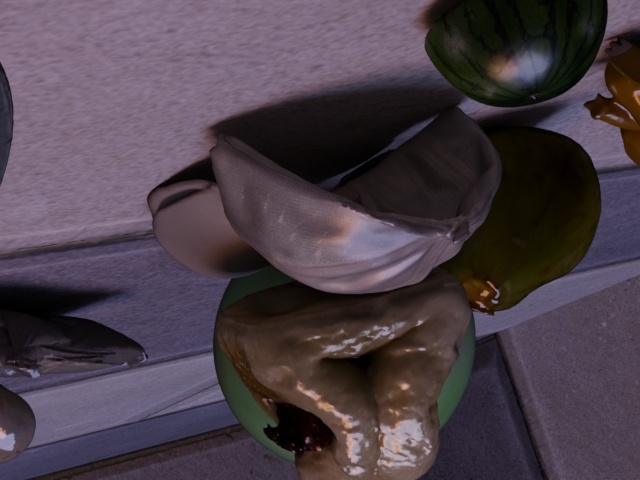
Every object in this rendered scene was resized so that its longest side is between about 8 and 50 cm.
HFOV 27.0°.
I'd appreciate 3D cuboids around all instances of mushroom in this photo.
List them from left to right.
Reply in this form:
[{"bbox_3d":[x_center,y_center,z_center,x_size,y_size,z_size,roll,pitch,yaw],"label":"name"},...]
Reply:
[{"bbox_3d":[-0.293,0.154,1.176,0.085,0.085,0.079,-19,-149,5],"label":"mushroom"}]

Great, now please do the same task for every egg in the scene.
[{"bbox_3d":[0.024,0.085,1.150,0.220,0.220,0.270,-23,180,25],"label":"egg"}]

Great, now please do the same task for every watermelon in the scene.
[{"bbox_3d":[0.112,-0.106,0.726,0.106,0.062,0.105,-20,166,-5],"label":"watermelon"}]

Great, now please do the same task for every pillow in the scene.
[{"bbox_3d":[-0.265,0.089,1.125,0.169,0.059,0.255,-5,174,16],"label":"pillow"}]

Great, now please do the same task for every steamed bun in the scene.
[{"bbox_3d":[0.024,0.105,0.951,0.172,0.155,0.141,-14,-170,-17],"label":"steamed bun"}]

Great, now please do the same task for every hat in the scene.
[{"bbox_3d":[0.000,0.000,0.909,0.219,0.164,0.226,-11,149,-37],"label":"hat"}]

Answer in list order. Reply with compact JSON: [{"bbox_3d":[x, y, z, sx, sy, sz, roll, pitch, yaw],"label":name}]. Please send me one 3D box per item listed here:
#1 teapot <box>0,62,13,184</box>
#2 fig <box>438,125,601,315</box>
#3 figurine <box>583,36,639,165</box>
[{"bbox_3d":[-0.199,-0.040,0.378,0.162,0.149,0.239,-47,164,-14],"label":"teapot"},{"bbox_3d":[0.134,-0.013,1.035,0.154,0.144,0.165,15,-142,19],"label":"fig"},{"bbox_3d":[0.257,-0.079,0.949,0.121,0.122,0.176,-21,169,4],"label":"figurine"}]
